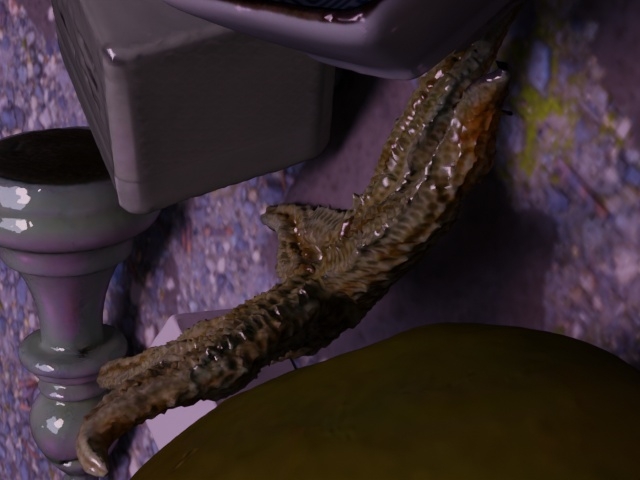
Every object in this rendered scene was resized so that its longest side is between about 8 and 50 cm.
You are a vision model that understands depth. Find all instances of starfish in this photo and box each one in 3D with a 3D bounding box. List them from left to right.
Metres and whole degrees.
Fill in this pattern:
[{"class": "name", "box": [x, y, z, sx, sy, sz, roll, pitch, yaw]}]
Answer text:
[{"class": "starfish", "box": [0.002, 0.002, 0.866, 0.078, 0.358, 0.347, 43, 99, -5]}]

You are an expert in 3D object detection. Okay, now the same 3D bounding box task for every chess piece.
[{"class": "chess piece", "box": [-0.179, 0.064, 1.156, 0.139, 0.139, 0.272, 26, 123, 47]}]

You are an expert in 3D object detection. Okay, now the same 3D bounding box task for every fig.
[{"class": "fig", "box": [0.041, 0.197, 0.702, 0.343, 0.343, 0.343, 5, 97, 51]}]

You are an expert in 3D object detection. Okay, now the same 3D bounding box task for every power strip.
[{"class": "power strip", "box": [-0.075, -0.140, 0.906, 0.224, 0.139, 0.140, 95, 154, -61]}]

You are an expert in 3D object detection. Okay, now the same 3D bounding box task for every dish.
[{"class": "dish", "box": [0.059, -0.157, 0.789, 0.182, 0.243, 0.080, 19, 146, 51]}]

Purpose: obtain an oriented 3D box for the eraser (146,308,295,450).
[{"class": "eraser", "box": [-0.020, 0.182, 0.986, 0.078, 0.076, 0.298, -54, 53, 39]}]
